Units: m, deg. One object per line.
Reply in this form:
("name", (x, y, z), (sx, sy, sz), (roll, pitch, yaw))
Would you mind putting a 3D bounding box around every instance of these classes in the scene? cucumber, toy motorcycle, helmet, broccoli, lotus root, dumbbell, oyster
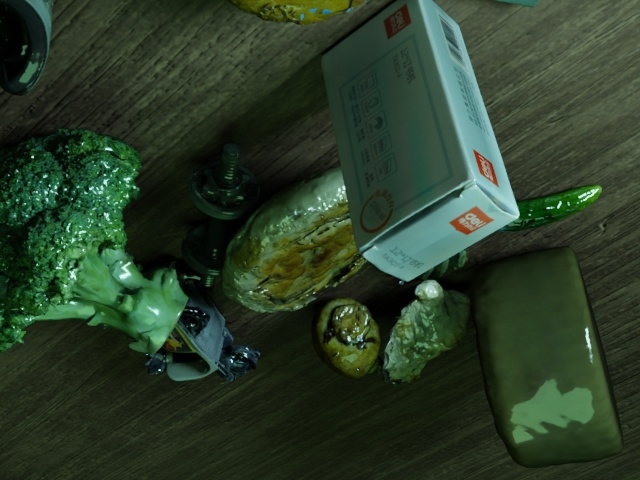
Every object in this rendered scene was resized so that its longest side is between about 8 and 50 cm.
("cucumber", (0.269, -0.035, 1.284), (0.168, 0.039, 0.039), (-14, 142, 6))
("toy motorcycle", (-0.188, 0.119, 1.372), (0.157, 0.090, 0.263), (-10, 142, 17))
("helmet", (-0.312, -0.216, 0.899), (0.177, 0.107, 0.153), (9, 147, 10))
("broccoli", (-0.262, 0.017, 1.077), (0.270, 0.270, 0.270), (40, 127, -14))
("lotus root", (0.041, 0.149, 1.435), (0.095, 0.108, 0.190), (-14, 152, 2))
("dumbbell", (-0.118, -0.024, 1.199), (0.082, 0.081, 0.254), (2, 143, -13))
("oyster", (0.142, 0.125, 1.398), (0.163, 0.081, 0.191), (-44, 145, -15))

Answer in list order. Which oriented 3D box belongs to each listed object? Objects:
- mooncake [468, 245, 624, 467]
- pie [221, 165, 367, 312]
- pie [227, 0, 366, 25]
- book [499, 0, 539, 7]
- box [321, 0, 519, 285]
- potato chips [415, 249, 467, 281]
("mooncake", (0.289, 0.153, 1.339), (0.156, 0.284, 0.284), (-12, 143, 16))
("pie", (0.000, 0.000, 1.210), (0.274, 0.055, 0.274), (-24, 157, -11))
("pie", (-0.009, -0.291, 0.844), (0.274, 0.069, 0.273), (-2, 145, -1))
("book", (0.106, -0.309, 0.908), (0.283, 0.025, 0.214), (7, 142, -17))
("box", (0.085, -0.102, 0.976), (0.135, 0.269, 0.079), (-33, 136, 28))
("potato chips", (0.138, 0.013, 1.298), (0.092, 0.028, 0.207), (-15, 158, 4))
